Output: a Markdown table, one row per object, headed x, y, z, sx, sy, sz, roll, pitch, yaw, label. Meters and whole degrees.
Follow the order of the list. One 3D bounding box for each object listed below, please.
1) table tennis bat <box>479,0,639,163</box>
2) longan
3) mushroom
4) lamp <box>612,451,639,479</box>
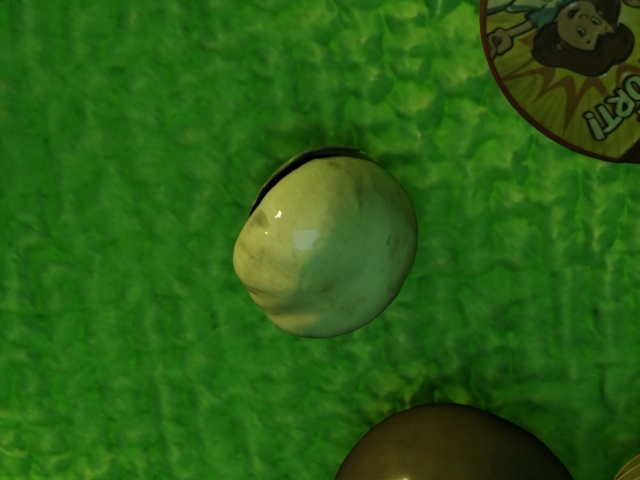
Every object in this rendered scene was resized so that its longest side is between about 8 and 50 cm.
| x | y | z | sx | sy | sz | roll | pitch | yaw | label |
| --- | --- | --- | --- | --- | --- | --- | --- | --- | --- |
| 0.260 | -0.130 | 1.424 | 0.310 | 0.038 | 0.200 | 36 | 120 | -11 | table tennis bat |
| 0.106 | 0.229 | 1.530 | 0.212 | 0.198 | 0.198 | 4 | 118 | 25 | longan |
| 0.000 | 0.000 | 1.471 | 0.154 | 0.122 | 0.154 | -21 | 131 | -26 | mushroom |
| 0.317 | 0.266 | 1.477 | 0.250 | 0.284 | 0.250 | 13 | 113 | 34 | lamp |
